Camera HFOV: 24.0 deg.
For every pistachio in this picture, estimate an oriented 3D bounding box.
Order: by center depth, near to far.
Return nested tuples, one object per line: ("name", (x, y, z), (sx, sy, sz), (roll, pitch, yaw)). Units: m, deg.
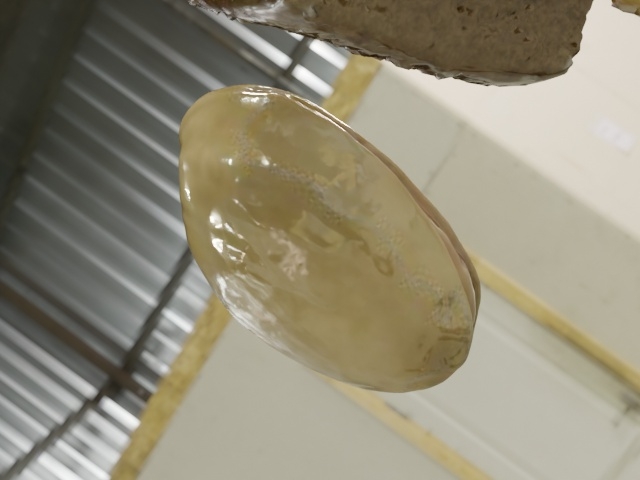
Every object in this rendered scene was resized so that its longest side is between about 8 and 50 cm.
("pistachio", (0.000, 0.000, 1.187), (0.181, 0.293, 0.162), (-48, -4, 26))

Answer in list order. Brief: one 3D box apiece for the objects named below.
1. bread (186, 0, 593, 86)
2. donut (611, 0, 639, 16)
("bread", (-0.054, -0.176, 0.769), (0.165, 0.416, 0.113), (7, -76, -39))
("donut", (0.169, -0.146, 0.475), (0.253, 0.253, 0.118), (110, 168, -68))
